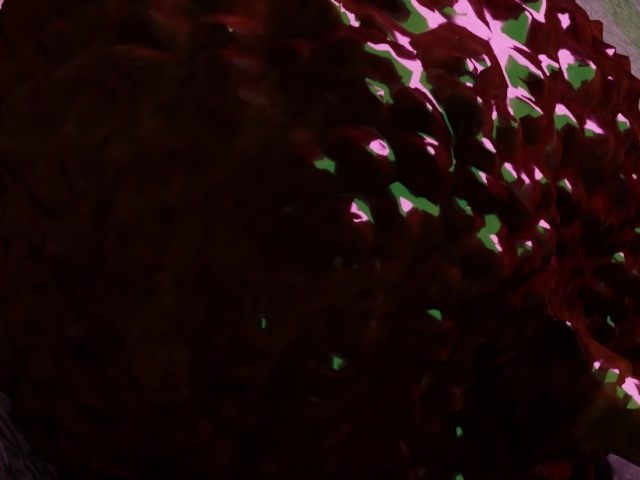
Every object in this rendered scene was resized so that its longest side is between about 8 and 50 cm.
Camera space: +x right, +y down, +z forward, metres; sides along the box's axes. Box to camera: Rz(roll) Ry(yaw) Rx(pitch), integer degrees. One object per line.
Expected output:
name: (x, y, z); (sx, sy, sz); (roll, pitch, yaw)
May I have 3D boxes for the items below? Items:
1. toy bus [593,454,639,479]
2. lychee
toy bus: (0.173, 0.238, 0.879); (0.329, 0.143, 0.153); (56, 10, 15)
lychee: (0.000, 0.000, 0.711); (0.304, 0.275, 0.276); (26, 6, 29)
